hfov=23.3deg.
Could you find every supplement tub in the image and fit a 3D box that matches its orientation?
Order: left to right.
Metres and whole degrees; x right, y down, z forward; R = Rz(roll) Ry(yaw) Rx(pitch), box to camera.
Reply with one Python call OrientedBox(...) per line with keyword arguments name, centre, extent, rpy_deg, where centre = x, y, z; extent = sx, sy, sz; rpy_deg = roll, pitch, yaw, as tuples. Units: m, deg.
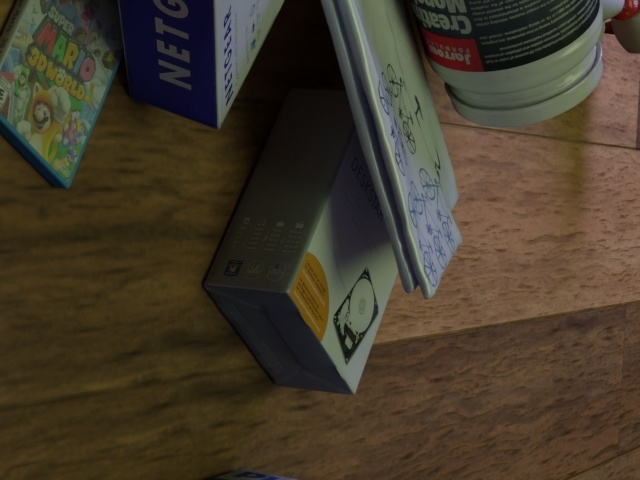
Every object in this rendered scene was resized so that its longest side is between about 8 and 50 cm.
OrientedBox(name="supplement tub", centre=(0.182, -0.273, 1.594), extent=(0.191, 0.191, 0.272), rpy_deg=(-58, 139, -41))

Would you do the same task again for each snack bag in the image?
OrientedBox(name="snack bag", centre=(0.078, -0.137, 1.493), extent=(0.342, 0.037, 0.323), rpy_deg=(-51, 126, -72))

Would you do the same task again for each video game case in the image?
OrientedBox(name="video game case", centre=(-0.195, -0.140, 1.167), extent=(0.119, 0.015, 0.166), rpy_deg=(52, 49, -51))

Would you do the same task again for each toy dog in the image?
OrientedBox(name="toy dog", centre=(0.407, -0.324, 2.179), extent=(0.334, 0.161, 0.220), rpy_deg=(33, 67, -43))

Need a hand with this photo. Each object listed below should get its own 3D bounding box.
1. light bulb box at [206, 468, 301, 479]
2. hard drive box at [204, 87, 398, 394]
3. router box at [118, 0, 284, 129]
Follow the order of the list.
OrientedBox(name="light bulb box", centre=(-0.010, 0.340, 1.217), extent=(0.361, 0.358, 0.225), rpy_deg=(-4, 100, -63))
OrientedBox(name="hard drive box", centre=(0.000, 0.000, 1.474), extent=(0.181, 0.089, 0.232), rpy_deg=(58, 44, -48))
OrientedBox(name="router box", centre=(-0.057, -0.297, 1.177), extent=(0.335, 0.082, 0.301), rpy_deg=(95, 17, -63))
